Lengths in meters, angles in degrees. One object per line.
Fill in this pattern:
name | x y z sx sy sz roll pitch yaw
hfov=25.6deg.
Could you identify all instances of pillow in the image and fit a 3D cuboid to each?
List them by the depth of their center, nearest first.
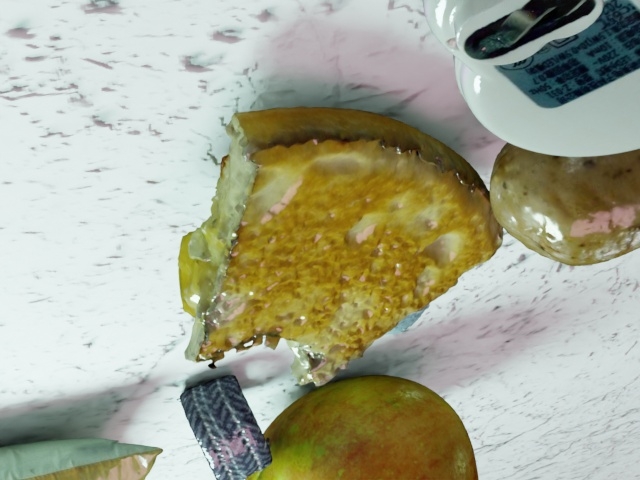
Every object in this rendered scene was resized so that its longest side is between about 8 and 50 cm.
pillow | -0.324 0.277 1.379 0.310 0.119 0.312 -6 155 -17

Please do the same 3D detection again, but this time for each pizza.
pizza | 0.000 0.000 1.018 0.223 0.089 0.323 -49 145 18

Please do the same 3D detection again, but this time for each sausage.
sausage | 0.358 -0.108 1.004 0.500 0.136 0.123 -18 170 -2

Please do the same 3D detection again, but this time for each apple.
apple | 0.051 0.262 1.460 0.226 0.246 0.246 -25 166 -41

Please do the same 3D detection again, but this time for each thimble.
thimble | -0.092 0.180 1.370 0.066 0.095 0.104 -25 121 -6

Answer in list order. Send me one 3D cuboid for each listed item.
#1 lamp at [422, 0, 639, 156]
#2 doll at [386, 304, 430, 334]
lamp | 0.153 -0.137 0.830 0.179 0.108 0.246 -28 147 29
doll | 0.003 0.034 1.164 0.179 0.075 0.120 7 -169 -7
